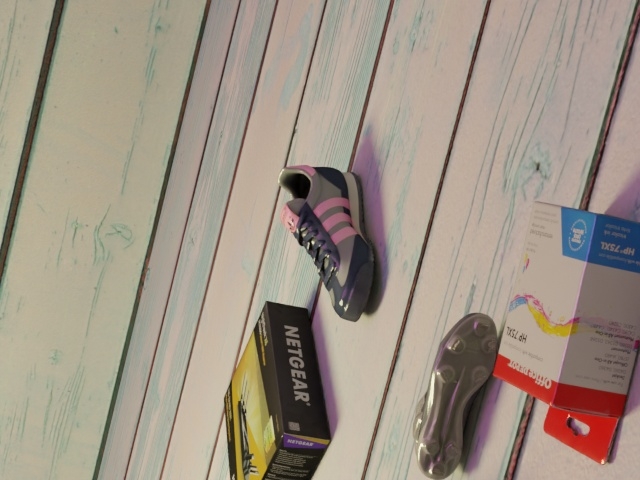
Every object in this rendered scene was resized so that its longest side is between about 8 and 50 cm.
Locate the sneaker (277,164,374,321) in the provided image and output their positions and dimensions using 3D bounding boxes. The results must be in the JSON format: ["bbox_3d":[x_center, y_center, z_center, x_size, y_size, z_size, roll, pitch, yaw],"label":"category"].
[{"bbox_3d":[0.000,0.000,1.913,0.319,0.131,0.112,-101,29,-51],"label":"sneaker"}]

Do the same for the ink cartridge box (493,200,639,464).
[{"bbox_3d":[0.242,0.086,1.202,0.134,0.078,0.231,-159,81,-72],"label":"ink cartridge box"}]

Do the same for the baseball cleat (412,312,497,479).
[{"bbox_3d":[0.146,0.172,1.453,0.109,0.072,0.206,-127,55,-76],"label":"baseball cleat"}]

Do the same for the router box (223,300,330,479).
[{"bbox_3d":[-0.079,0.292,2.045,0.309,0.081,0.243,-101,29,-51],"label":"router box"}]
